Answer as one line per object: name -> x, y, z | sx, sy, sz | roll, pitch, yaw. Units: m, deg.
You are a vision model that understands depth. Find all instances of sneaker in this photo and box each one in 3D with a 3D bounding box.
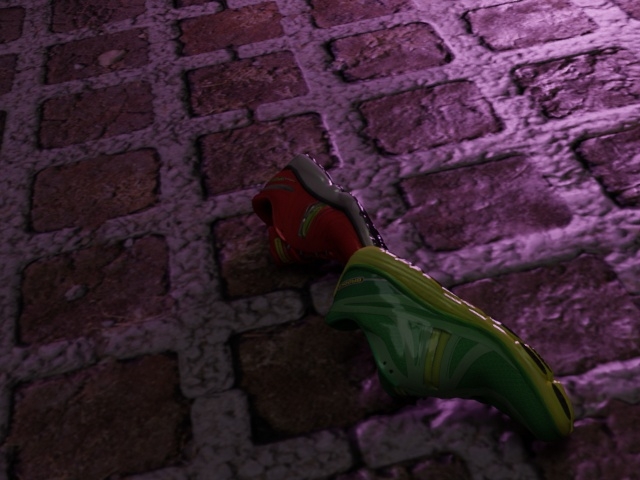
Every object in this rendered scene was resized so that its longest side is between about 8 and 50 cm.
sneaker -> 0.000, 0.000, 1.244 | 0.118, 0.107, 0.279 | -37, 36, -6
sneaker -> 0.127, 0.120, 1.032 | 0.295, 0.109, 0.123 | 34, 90, 34
